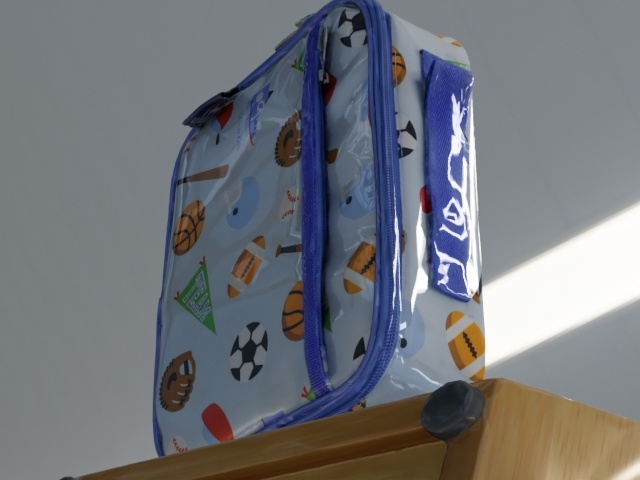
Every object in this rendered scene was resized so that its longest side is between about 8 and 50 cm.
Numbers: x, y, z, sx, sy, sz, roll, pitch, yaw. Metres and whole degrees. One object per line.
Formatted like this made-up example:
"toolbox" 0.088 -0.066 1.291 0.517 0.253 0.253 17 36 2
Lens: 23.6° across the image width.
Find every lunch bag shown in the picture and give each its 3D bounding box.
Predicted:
"lunch bag" 0.000 0.000 0.955 0.243 0.115 0.303 -35 -134 43

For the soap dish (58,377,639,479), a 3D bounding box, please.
"soap dish" -0.019 0.176 0.577 0.290 0.229 0.118 -18 -52 36
